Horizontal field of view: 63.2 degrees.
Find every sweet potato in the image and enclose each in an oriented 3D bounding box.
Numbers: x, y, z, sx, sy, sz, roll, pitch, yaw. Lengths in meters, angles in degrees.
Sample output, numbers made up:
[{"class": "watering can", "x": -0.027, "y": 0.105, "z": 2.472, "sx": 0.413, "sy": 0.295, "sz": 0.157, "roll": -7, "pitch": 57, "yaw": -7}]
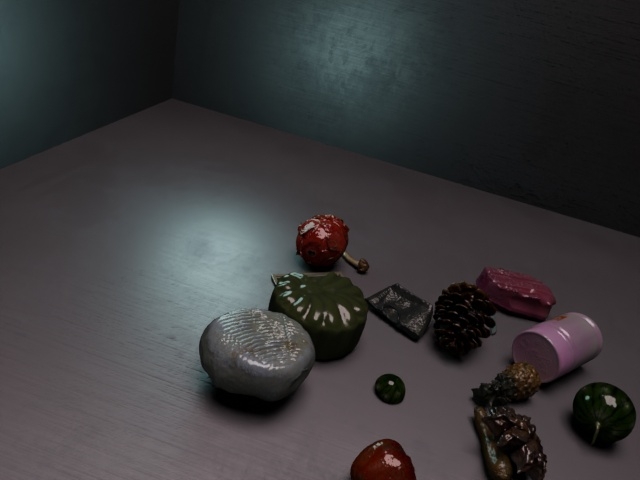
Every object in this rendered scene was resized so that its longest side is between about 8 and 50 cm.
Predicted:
[{"class": "sweet potato", "x": 0.517, "y": 0.614, "z": 1.569, "sx": 0.075, "sy": 0.075, "sz": 0.273, "roll": 12, "pitch": 26, "yaw": -4}]

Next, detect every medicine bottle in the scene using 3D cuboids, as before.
[{"class": "medicine bottle", "x": 0.899, "y": 0.400, "z": 1.974, "sx": 0.315, "sy": 0.202, "sz": 0.202, "roll": -8, "pitch": 36, "yaw": -36}]

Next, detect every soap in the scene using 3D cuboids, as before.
[{"class": "soap", "x": 0.880, "y": 0.234, "z": 2.332, "sx": 0.324, "sy": 0.127, "sz": 0.220, "roll": 12, "pitch": 30, "yaw": -5}]

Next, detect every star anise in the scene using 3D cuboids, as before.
[{"class": "star anise", "x": 0.589, "y": 0.581, "z": 1.530, "sx": 0.223, "sy": 0.109, "sz": 0.236, "roll": 33, "pitch": 21, "yaw": -24}]

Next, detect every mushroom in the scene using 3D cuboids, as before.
[{"class": "mushroom", "x": 0.150, "y": 0.082, "z": 2.349, "sx": 0.060, "sy": 0.061, "sz": 0.187, "roll": -16, "pitch": 37, "yaw": -34}]

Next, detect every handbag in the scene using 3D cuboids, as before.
[{"class": "handbag", "x": 0.322, "y": 0.278, "z": 2.065, "sx": 0.270, "sy": 0.089, "sz": 0.175, "roll": 33, "pitch": 42, "yaw": 30}]

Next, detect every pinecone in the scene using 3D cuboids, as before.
[{"class": "pinecone", "x": 0.535, "y": 0.308, "z": 1.972, "sx": 0.246, "sy": 0.246, "sz": 0.292, "roll": 24, "pitch": 46, "yaw": 16}]

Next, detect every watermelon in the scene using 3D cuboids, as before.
[{"class": "watermelon", "x": 0.930, "y": 0.567, "z": 1.713, "sx": 0.188, "sy": 0.188, "sz": 0.214, "roll": 35, "pitch": 29, "yaw": 32}, {"class": "watermelon", "x": 0.233, "y": 0.474, "z": 1.692, "sx": 0.105, "sy": 0.062, "sz": 0.105, "roll": 18, "pitch": 31, "yaw": -11}]

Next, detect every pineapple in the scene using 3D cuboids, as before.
[{"class": "pineapple", "x": 0.633, "y": 0.500, "z": 1.780, "sx": 0.248, "sy": 0.128, "sz": 0.128, "roll": -11, "pitch": 38, "yaw": -28}]

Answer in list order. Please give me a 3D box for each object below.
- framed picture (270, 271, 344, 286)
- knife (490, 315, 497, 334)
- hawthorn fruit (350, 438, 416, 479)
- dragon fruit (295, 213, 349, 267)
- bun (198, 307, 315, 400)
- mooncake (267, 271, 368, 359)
[{"class": "framed picture", "x": -0.018, "y": 0.204, "z": 2.095, "sx": 0.324, "sy": 0.020, "sz": 0.240, "roll": 1, "pitch": 32, "yaw": -23}, {"class": "knife", "x": 0.728, "y": 0.336, "z": 2.202, "sx": 0.028, "sy": 0.015, "sz": 0.210, "roll": 22, "pitch": 30, "yaw": 0}, {"class": "hawthorn fruit", "x": 0.141, "y": 0.613, "z": 1.348, "sx": 0.203, "sy": 0.163, "sz": 0.163, "roll": -19, "pitch": 40, "yaw": -18}, {"class": "dragon fruit", "x": 0.009, "y": -0.002, "z": 2.261, "sx": 0.240, "sy": 0.241, "sz": 0.252, "roll": 10, "pitch": 41, "yaw": -8}, {"class": "bun", "x": -0.190, "y": 0.356, "z": 1.576, "sx": 0.354, "sy": 0.194, "sz": 0.354, "roll": 11, "pitch": 26, "yaw": -5}, {"class": "mooncake", "x": -0.007, "y": 0.250, "z": 1.837, "sx": 0.351, "sy": 0.187, "sz": 0.351, "roll": 13, "pitch": 33, "yaw": -9}]
